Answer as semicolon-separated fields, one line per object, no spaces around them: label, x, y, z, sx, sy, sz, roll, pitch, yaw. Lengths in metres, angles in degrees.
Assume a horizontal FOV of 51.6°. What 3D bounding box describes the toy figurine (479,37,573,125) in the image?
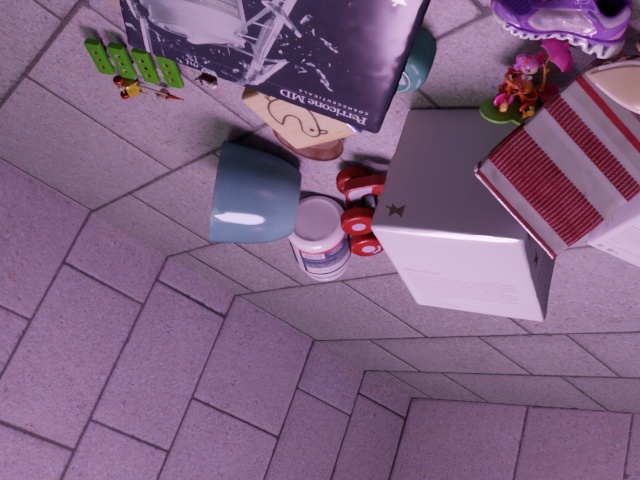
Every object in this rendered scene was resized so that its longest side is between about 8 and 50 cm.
toy figurine;0.392;-0.305;1.225;0.173;0.130;0.159;-7;142;-5

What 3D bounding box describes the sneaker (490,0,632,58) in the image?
sneaker;0.403;-0.384;1.089;0.236;0.095;0.104;14;151;1

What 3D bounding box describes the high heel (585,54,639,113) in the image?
high heel;0.599;-0.279;1.107;0.261;0.186;0.093;23;134;35

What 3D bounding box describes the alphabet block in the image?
alphabet block;-0.013;-0.333;1.397;0.197;0.193;0.192;-6;144;46

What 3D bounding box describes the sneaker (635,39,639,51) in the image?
sneaker;0.582;-0.329;1.135;0.083;0.032;0.037;20;143;-12

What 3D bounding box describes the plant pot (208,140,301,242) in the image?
plant pot;-0.182;-0.122;1.894;0.235;0.293;0.293;9;157;-6

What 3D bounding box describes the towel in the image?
towel;0.476;-0.155;1.199;0.237;0.329;0.037;46;-166;-5

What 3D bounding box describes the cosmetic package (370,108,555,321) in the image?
cosmetic package;0.360;-0.054;1.525;0.327;0.329;0.393;6;153;29

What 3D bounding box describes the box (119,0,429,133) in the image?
box;-0.048;-0.468;0.997;0.480;0.297;0.472;20;158;1

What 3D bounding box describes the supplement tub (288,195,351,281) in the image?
supplement tub;0.000;0.000;2.103;0.191;0.191;0.272;14;156;15

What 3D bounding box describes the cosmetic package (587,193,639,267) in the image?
cosmetic package;0.709;-0.104;1.307;0.155;0.197;0.365;23;158;-7

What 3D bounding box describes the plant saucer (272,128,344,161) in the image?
plant saucer;-0.027;-0.277;1.723;0.199;0.036;0.198;18;156;8

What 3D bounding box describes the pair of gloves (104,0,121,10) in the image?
pair of gloves;-0.458;-0.582;1.404;0.204;0.042;0.240;25;161;-20

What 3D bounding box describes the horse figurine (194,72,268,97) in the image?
horse figurine;-0.131;-0.405;1.326;0.174;0.263;0.066;29;-173;36

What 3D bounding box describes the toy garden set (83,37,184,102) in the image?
toy garden set;-0.460;-0.436;1.720;0.244;0.049;0.204;14;154;13

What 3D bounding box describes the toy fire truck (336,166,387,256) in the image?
toy fire truck;0.186;-0.093;1.833;0.254;0.169;0.302;-11;149;10

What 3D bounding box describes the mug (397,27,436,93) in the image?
mug;0.145;-0.363;1.322;0.158;0.097;0.129;24;156;-10
